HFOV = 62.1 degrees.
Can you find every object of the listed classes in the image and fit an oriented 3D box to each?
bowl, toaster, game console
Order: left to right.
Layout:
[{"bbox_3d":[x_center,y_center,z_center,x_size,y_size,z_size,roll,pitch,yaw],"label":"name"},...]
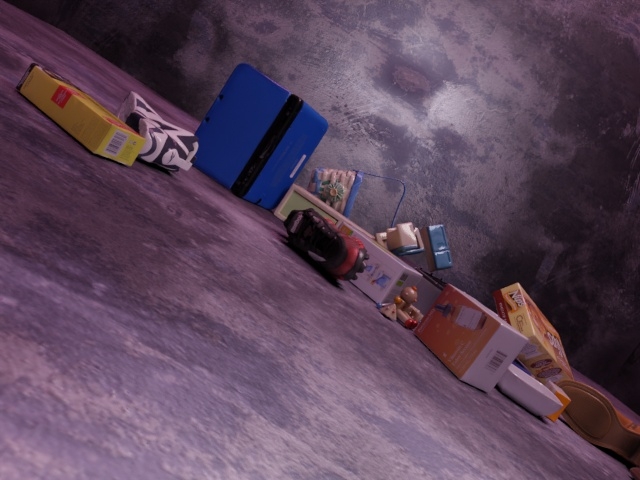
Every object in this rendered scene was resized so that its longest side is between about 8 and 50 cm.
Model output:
[{"bbox_3d":[-0.162,-0.264,1.402,0.173,0.293,0.250,38,7,30],"label":"game console"},{"bbox_3d":[0.319,0.170,1.391,0.186,0.110,0.168,39,10,39],"label":"toaster"},{"bbox_3d":[0.432,0.316,1.143,0.142,0.053,0.142,34,8,3],"label":"bowl"}]

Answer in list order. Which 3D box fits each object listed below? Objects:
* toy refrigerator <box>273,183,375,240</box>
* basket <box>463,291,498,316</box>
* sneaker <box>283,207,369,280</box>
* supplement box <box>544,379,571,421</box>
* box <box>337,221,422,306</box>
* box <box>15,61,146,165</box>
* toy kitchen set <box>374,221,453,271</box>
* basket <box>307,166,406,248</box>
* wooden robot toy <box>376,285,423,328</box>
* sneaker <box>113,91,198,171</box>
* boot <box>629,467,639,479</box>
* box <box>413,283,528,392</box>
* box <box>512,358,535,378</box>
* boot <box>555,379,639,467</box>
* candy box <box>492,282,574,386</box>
[{"bbox_3d":[0.014,-0.037,1.451,0.270,0.102,0.094,36,7,10],"label":"toy refrigerator"},{"bbox_3d":[0.468,0.243,1.615,0.167,0.103,0.113,36,7,21],"label":"basket"},{"bbox_3d":[0.000,0.000,1.140,0.135,0.097,0.276,30,6,-30],"label":"sneaker"},{"bbox_3d":[0.524,0.363,1.205,0.036,0.062,0.098,34,7,11],"label":"supplement box"},{"bbox_3d":[0.117,0.059,1.248,0.203,0.103,0.114,38,8,33],"label":"box"},{"bbox_3d":[-0.405,-0.213,0.897,0.232,0.058,0.087,37,7,23],"label":"box"},{"bbox_3d":[0.262,0.020,1.355,0.207,0.122,0.166,-8,-8,-20],"label":"toy kitchen set"},{"bbox_3d":[0.092,-0.091,1.618,0.289,0.254,0.201,14,7,-3],"label":"basket"},{"bbox_3d":[0.191,0.139,1.143,0.076,0.079,0.173,38,8,33],"label":"wooden robot toy"},{"bbox_3d":[-0.331,-0.212,1.098,0.153,0.094,0.235,29,8,-43],"label":"sneaker"},{"bbox_3d":[0.697,0.516,1.079,0.106,0.037,0.114,36,2,-2],"label":"boot"},{"bbox_3d":[0.289,0.187,1.042,0.091,0.130,0.170,29,8,-30],"label":"box"},{"bbox_3d":[0.472,0.307,1.476,0.225,0.036,0.136,32,7,-4],"label":"box"},{"bbox_3d":[0.689,0.437,1.288,0.283,0.109,0.220,30,1,22],"label":"boot"},{"bbox_3d":[0.618,0.284,1.536,0.316,0.088,0.182,43,33,-34],"label":"candy box"}]
